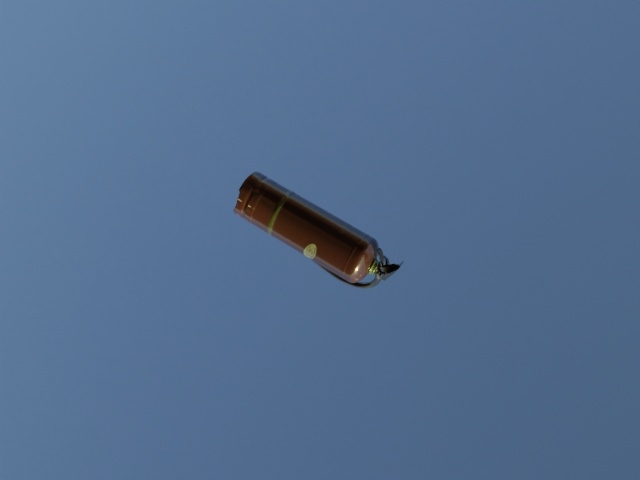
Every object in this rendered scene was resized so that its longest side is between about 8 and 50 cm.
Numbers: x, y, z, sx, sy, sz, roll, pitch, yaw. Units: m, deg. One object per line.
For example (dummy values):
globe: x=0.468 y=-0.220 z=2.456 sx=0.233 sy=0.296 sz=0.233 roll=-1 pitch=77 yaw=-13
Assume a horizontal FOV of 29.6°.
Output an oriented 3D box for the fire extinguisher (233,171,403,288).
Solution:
fire extinguisher: x=0.000 y=0.000 z=1.045 sx=0.157 sy=0.078 sz=0.045 roll=29 pitch=-118 yaw=14
